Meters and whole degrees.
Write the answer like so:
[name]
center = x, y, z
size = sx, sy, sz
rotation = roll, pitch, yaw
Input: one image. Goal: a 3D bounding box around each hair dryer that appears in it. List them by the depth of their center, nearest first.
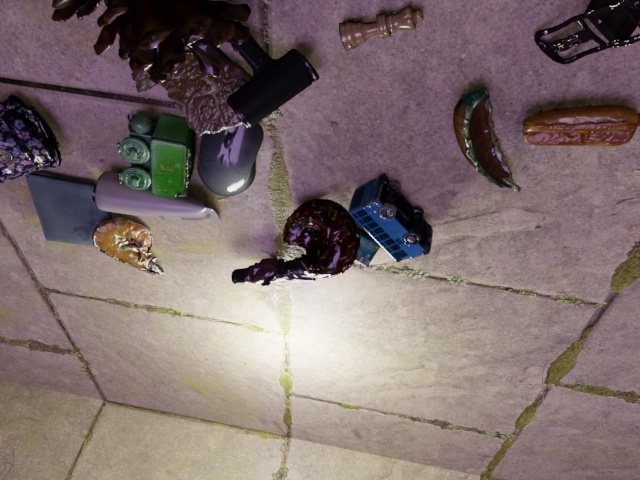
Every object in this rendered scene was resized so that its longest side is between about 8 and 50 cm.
[hair dryer]
center = -0.155, -0.399, 1.229
size = 0.197, 0.089, 0.251
rotation = -37, 99, 1

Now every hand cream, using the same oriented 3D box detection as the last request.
[hand cream]
center = -0.475, -0.109, 1.645
size = 0.359, 0.118, 0.185
rotation = 13, 169, 0

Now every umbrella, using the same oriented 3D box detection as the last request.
[umbrella]
center = -0.139, 0.098, 1.803
size = 0.326, 0.094, 0.090
rotation = -6, 179, 19

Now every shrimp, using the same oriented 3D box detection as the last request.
[shrimp]
center = -0.608, 0.022, 1.863
size = 0.164, 0.062, 0.317
rotation = -31, 138, 13

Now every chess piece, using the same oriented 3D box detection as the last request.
[chess piece]
center = 0.126, -0.440, 1.152
size = 0.172, 0.060, 0.060
rotation = -9, 134, 22

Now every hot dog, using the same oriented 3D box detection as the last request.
[hot dog]
center = 0.568, -0.252, 1.216
size = 0.249, 0.076, 0.102
rotation = 1, 149, 14

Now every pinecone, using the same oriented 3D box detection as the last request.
[pinecone]
center = -0.286, -0.448, 1.036
size = 0.385, 0.384, 0.384
rotation = 8, 139, 7

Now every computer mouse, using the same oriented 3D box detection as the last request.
[computer mouse]
center = -0.239, -0.240, 1.454
size = 0.167, 0.090, 0.379
rotation = 16, 136, -3

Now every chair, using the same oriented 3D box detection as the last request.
[chair]
center = 0.525, -0.420, 1.047
size = 0.106, 0.113, 0.229
rotation = 35, 173, -21

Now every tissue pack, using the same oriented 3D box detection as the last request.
[tissue pack]
center = 0.107, 0.008, 1.644
size = 0.111, 0.079, 0.085
rotation = 28, 105, -16

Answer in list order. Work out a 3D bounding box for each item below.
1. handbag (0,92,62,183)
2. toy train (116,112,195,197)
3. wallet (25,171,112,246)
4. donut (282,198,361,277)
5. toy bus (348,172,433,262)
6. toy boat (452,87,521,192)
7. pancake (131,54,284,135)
[handbag]
center = -0.834, -0.267, 1.529
size = 0.208, 0.126, 0.228
rotation = -21, 132, -5
[toy train]
center = -0.432, -0.226, 1.499
size = 0.188, 0.132, 0.243
rotation = 11, 140, -8
[wallet]
center = -0.789, -0.092, 1.805
size = 0.251, 0.054, 0.290
rotation = 9, 134, 0
[donut]
center = 0.000, -0.001, 1.569
size = 0.216, 0.096, 0.230
rotation = -16, 92, 31
[toy bus]
center = 0.193, -0.053, 1.519
size = 0.134, 0.116, 0.234
rotation = -24, 124, 36
[toy boat]
center = 0.376, -0.219, 1.291
size = 0.099, 0.108, 0.293
rotation = 14, 149, 46
[pancake]
center = -0.268, -0.345, 1.335
size = 0.377, 0.054, 0.197
rotation = 22, 114, 5
